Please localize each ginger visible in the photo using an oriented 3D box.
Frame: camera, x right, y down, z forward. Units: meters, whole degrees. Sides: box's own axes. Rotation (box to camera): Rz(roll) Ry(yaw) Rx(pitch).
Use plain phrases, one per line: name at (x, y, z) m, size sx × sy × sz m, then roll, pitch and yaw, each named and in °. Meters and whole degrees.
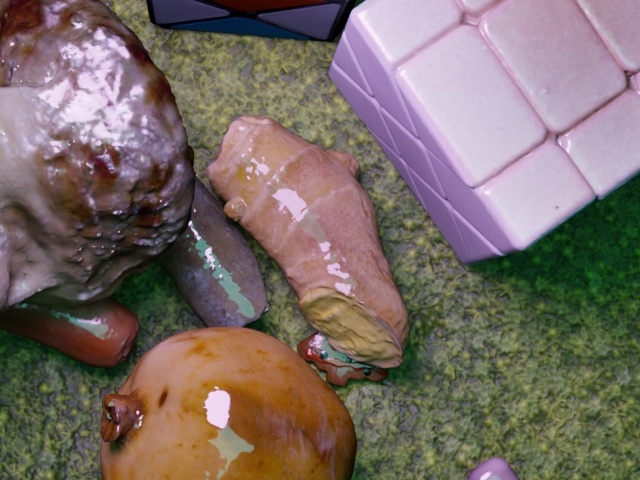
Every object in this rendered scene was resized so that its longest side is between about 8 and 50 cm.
ginger at (0.000, 0.000, 1.590) m, size 0.190 × 0.126 × 0.354 m, roll -24°, pitch 83°, yaw -33°

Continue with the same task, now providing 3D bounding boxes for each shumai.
shumai at (-0.364, -0.068, 1.405) m, size 0.348 × 0.395 × 0.395 m, roll -28°, pitch 89°, yaw -29°

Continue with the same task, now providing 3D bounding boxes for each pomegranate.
pomegranate at (-0.103, 0.244, 1.505) m, size 0.307 × 0.307 × 0.307 m, roll 0°, pitch 86°, yaw -4°

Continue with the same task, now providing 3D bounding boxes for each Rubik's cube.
Rubik's cube at (0.229, -0.187, 1.526) m, size 0.316 × 0.322 × 0.319 m, roll -35°, pitch 89°, yaw -7°
Rubik's cube at (-0.079, -0.383, 1.551) m, size 0.250 × 0.246 × 0.248 m, roll 4°, pitch 87°, yaw -4°

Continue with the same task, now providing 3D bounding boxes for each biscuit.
biscuit at (0.037, 0.116, 1.642) m, size 0.119 × 0.019 × 0.130 m, roll 15°, pitch 85°, yaw -4°

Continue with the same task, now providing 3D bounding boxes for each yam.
yam at (-0.158, -0.007, 1.593) m, size 0.106 × 0.106 × 0.259 m, roll -37°, pitch 93°, yaw -6°

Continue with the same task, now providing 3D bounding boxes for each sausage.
sausage at (-0.420, 0.054, 1.576) m, size 0.418 × 0.094 × 0.094 m, roll 17°, pitch 57°, yaw -3°

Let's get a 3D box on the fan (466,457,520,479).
fan at (0.263, 0.376, 1.616) m, size 0.130 × 0.074 × 0.244 m, roll -35°, pitch 89°, yaw -5°
